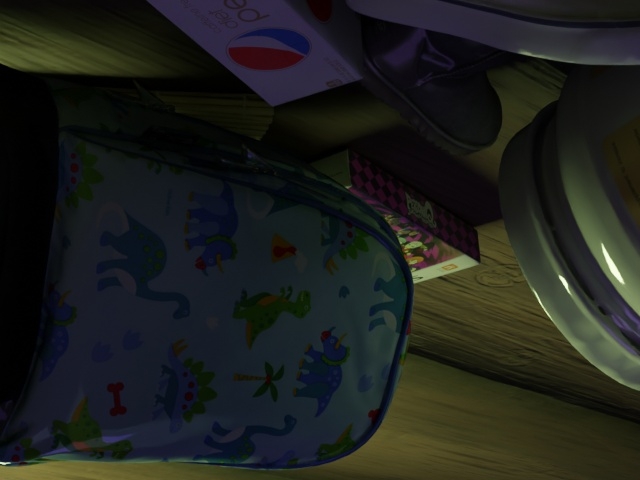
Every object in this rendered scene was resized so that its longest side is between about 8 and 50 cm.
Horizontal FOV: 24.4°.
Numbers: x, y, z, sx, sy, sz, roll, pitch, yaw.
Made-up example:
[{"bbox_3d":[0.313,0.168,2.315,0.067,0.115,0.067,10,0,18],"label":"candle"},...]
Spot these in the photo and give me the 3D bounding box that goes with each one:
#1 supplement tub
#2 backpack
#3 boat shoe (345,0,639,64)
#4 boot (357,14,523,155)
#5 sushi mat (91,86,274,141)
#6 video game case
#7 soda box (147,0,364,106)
[{"bbox_3d":[0.295,-0.065,0.888,0.241,0.241,0.331,16,143,-38],"label":"supplement tub"},{"bbox_3d":[-0.107,0.041,1.074,0.273,0.290,0.355,15,-178,45],"label":"backpack"},{"bbox_3d":[0.116,-0.157,0.816,0.258,0.095,0.084,13,125,31],"label":"boat shoe"},{"bbox_3d":[0.141,-0.141,1.008,0.208,0.076,0.189,-26,151,29],"label":"boot"},{"bbox_3d":[-0.203,-0.080,1.150,0.316,0.019,0.151,1,158,-12],"label":"sushi mat"},{"bbox_3d":[0.000,0.000,1.341,0.210,0.042,0.232,-18,153,28],"label":"video game case"},{"bbox_3d":[-0.050,-0.162,0.913,0.073,0.069,0.216,-14,156,23],"label":"soda box"}]
